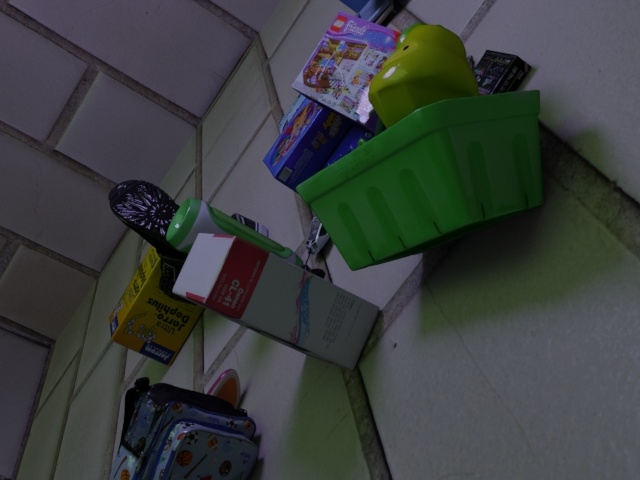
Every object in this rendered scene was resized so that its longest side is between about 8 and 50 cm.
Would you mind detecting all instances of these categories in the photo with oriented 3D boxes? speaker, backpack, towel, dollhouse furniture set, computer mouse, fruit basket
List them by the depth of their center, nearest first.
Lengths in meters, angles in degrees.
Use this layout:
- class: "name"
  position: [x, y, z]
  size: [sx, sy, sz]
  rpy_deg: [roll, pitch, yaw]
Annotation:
- class: "fruit basket"
  position: [0.148, -0.173, 1.209]
  size: [0.392, 0.283, 0.392]
  rpy_deg: [22, 118, 49]
- class: "backpack"
  position: [-0.264, 0.433, 1.476]
  size: [0.213, 0.276, 0.263]
  rpy_deg: [29, 93, 55]
- class: "computer mouse"
  position: [0.000, 0.000, 1.698]
  size: [0.106, 0.042, 0.193]
  rpy_deg: [-18, 52, 66]
- class: "towel"
  position: [0.119, -0.253, 1.722]
  size: [0.308, 0.076, 0.228]
  rpy_deg: [-35, 25, 47]
- class: "speaker"
  position: [-0.190, 0.020, 1.735]
  size: [0.131, 0.296, 0.131]
  rpy_deg: [-47, 25, 30]
- class: "dollhouse furniture set"
  position: [0.108, -0.701, 2.126]
  size: [0.286, 0.198, 0.303]
  rpy_deg: [-45, 27, 33]

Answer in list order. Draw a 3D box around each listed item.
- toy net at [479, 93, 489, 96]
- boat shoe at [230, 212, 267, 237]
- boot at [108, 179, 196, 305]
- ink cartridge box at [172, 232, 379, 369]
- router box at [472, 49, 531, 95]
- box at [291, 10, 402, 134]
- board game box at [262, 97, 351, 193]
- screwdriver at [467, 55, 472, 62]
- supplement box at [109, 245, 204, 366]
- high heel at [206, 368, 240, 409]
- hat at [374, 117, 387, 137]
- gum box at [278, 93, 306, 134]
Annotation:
- class: "toy net"
  position: [0.214, -0.156, 1.348]
  size: [0.232, 0.045, 0.122]
  rpy_deg: [-35, 68, 43]
- class: "boat shoe"
  position: [-0.215, 0.058, 1.980]
  size: [0.121, 0.119, 0.335]
  rpy_deg: [-48, 25, 28]
- class: "boot"
  position: [-0.417, 0.014, 2.064]
  size: [0.131, 0.348, 0.260]
  rpy_deg: [-44, -21, -32]
- class: "ink cartridge box"
  position: [-0.084, 0.107, 1.386]
  size: [0.131, 0.306, 0.226]
  rpy_deg: [-65, 22, -11]
- class: "router box"
  position: [0.311, -0.288, 1.382]
  size: [0.092, 0.038, 0.122]
  rpy_deg: [-56, 22, 8]
- class: "box"
  position: [0.081, -0.356, 1.622]
  size: [0.201, 0.057, 0.293]
  rpy_deg: [-57, 42, 5]
- class: "board game box"
  position: [0.003, -0.291, 1.828]
  size: [0.347, 0.078, 0.233]
  rpy_deg: [-55, 18, 7]
- class: "screwdriver"
  position: [0.269, -0.321, 1.491]
  size: [0.170, 0.025, 0.024]
  rpy_deg: [-65, -24, -47]
- class: "supplement box"
  position: [-0.447, 0.150, 2.269]
  size: [0.356, 0.195, 0.194]
  rpy_deg: [-59, 22, 4]
- class: "high heel"
  position: [-0.252, 0.389, 1.705]
  size: [0.117, 0.082, 0.244]
  rpy_deg: [17, 91, 58]
- class: "hat"
  position: [0.225, -0.212, 1.485]
  size: [0.173, 0.183, 0.208]
  rpy_deg: [26, 116, 31]
- class: "gum box"
  position: [-0.060, -0.362, 2.273]
  size: [0.157, 0.041, 0.184]
  rpy_deg: [-51, 23, 22]
